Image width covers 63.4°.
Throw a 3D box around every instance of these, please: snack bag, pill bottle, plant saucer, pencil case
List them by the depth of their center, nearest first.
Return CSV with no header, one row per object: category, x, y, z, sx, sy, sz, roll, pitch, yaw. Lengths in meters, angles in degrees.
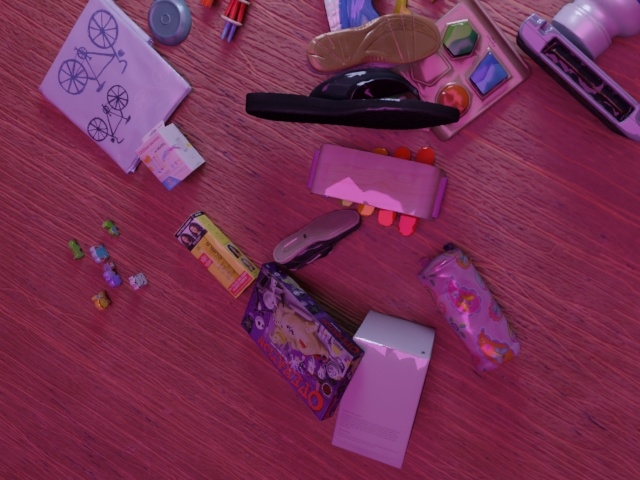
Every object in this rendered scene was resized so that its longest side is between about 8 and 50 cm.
pill bottle,0.561,-0.467,0.926,0.152,0.152,0.272,44,112,2
pencil case,0.333,0.153,1.176,0.124,0.124,0.284,-33,92,21
plant saucer,-0.369,-0.532,1.248,0.119,0.021,0.119,4,106,15
snack bag,-0.522,-0.393,1.322,0.342,0.037,0.323,44,112,-1

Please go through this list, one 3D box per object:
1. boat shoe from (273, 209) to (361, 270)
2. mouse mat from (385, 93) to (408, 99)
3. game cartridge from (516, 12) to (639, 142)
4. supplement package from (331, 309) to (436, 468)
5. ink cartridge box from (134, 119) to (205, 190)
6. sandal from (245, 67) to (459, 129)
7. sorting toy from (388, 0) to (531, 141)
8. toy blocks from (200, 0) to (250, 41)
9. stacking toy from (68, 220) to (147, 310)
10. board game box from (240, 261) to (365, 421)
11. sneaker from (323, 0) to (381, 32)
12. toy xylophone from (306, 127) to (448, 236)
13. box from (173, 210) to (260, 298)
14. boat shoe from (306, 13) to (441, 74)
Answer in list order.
boat shoe,0.000,0.000,1.263,0.233,0.084,0.079,-29,133,14
mouse mat,0.226,-0.353,1.130,0.190,0.007,0.152,27,110,7
game cartridge,0.485,-0.300,0.965,0.297,0.198,0.062,43,111,3
supplement package,0.154,0.348,1.242,0.178,0.175,0.292,15,108,14
ink cartridge box,-0.378,-0.214,1.282,0.092,0.090,0.143,-35,105,21
sandal,0.058,-0.294,1.054,0.446,0.167,0.107,7,94,14
sorting toy,0.255,-0.393,1.085,0.229,0.041,0.307,-38,92,21
toy blocks,-0.223,-0.546,1.185,0.123,0.054,0.148,29,110,7
stacking toy,-0.607,0.072,1.459,0.167,0.052,0.221,-25,95,20
board game box,-0.058,0.233,1.246,0.347,0.056,0.208,41,126,34
sneaker,0.064,-0.577,1.068,0.147,0.130,0.330,-12,109,11
toy xylophone,0.131,-0.159,1.163,0.323,0.081,0.236,22,94,12
box,-0.266,0.036,1.346,0.232,0.058,0.087,46,111,0
boat shoe,0.103,-0.393,1.059,0.277,0.096,0.098,-10,96,-7
